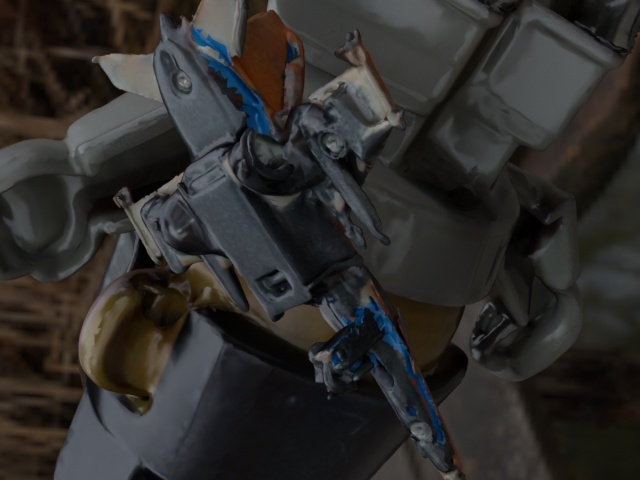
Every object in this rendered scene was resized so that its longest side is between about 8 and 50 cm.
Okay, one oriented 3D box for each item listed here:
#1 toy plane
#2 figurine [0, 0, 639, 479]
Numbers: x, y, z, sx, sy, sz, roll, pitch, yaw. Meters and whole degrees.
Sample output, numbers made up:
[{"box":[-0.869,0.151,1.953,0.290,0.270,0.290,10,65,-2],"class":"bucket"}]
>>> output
[{"box":[-0.007,0.005,0.655,0.135,0.062,0.188,-26,87,45],"class":"toy plane"},{"box":[-0.002,0.000,0.781,0.143,0.309,0.308,-114,36,-62],"class":"figurine"}]
